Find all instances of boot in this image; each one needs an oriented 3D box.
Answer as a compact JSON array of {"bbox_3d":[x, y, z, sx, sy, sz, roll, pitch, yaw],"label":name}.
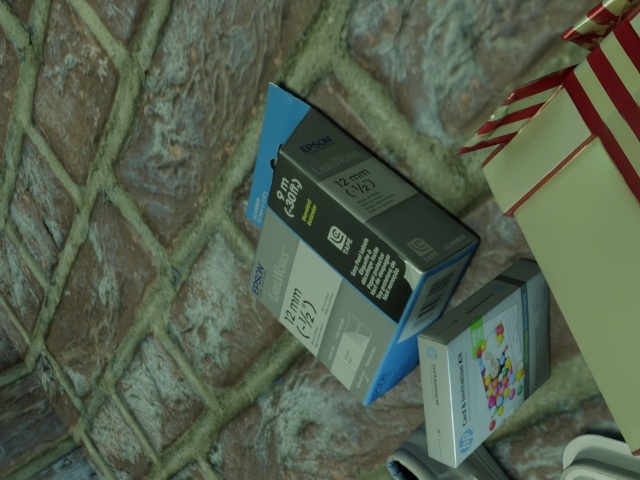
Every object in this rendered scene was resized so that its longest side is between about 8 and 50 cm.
[{"bbox_3d":[0.191,0.344,0.996,0.258,0.123,0.095,47,140,18],"label":"boot"}]

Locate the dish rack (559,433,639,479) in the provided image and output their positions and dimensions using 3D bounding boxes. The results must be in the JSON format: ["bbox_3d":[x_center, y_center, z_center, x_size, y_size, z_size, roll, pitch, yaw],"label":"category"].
[{"bbox_3d":[0.391,0.363,0.809,0.332,0.072,0.286,9,118,43],"label":"dish rack"}]

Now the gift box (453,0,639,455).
[{"bbox_3d":[0.263,-0.023,0.518,0.276,0.255,0.258,-44,52,38],"label":"gift box"}]

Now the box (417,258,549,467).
[{"bbox_3d":[0.174,0.121,0.828,0.038,0.186,0.145,16,123,43],"label":"box"}]

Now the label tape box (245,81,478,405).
[{"bbox_3d":[0.000,0.000,1.015,0.347,0.115,0.249,40,138,23],"label":"label tape box"}]
